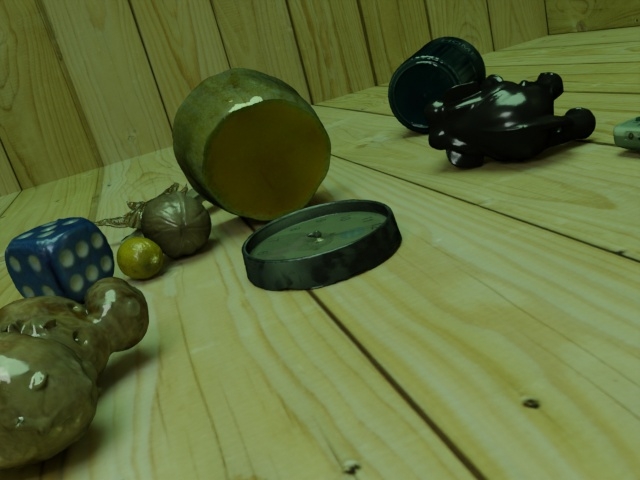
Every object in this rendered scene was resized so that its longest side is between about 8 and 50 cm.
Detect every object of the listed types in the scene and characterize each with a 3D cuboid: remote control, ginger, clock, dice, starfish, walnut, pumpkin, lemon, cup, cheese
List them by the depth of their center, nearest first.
[{"bbox_3d":[-0.346,0.145,0.742,0.245,0.155,0.304,-12,20,13],"label":"ginger"},{"bbox_3d":[0.000,0.000,1.048,0.281,0.055,0.280,-14,19,5],"label":"clock"},{"bbox_3d":[-0.491,0.044,1.149,0.146,0.146,0.143,-4,24,29],"label":"dice"},{"bbox_3d":[0.726,-0.235,1.154,0.335,0.065,0.128,-20,18,-15],"label":"remote control"},{"bbox_3d":[-0.346,0.034,1.167,0.082,0.082,0.111,-30,26,-37],"label":"lemon"},{"bbox_3d":[-0.294,-0.033,1.240,0.140,0.140,0.162,-20,31,-15],"label":"walnut"},{"bbox_3d":[-0.142,-0.194,1.300,0.332,0.332,0.199,-18,24,-10],"label":"pumpkin"},{"bbox_3d":[-0.415,-0.085,1.453,0.277,0.062,0.235,-22,21,19],"label":"starfish"},{"bbox_3d":[-0.325,-0.094,1.501,0.085,0.034,0.400,-2,33,41],"label":"cheese"},{"bbox_3d":[0.371,-0.447,1.832,0.242,0.308,0.292,-41,2,35],"label":"cup"}]

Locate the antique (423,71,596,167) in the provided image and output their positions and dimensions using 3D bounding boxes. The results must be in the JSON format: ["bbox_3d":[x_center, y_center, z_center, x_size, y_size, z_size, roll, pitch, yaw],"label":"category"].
[{"bbox_3d":[0.392,-0.270,1.321,0.255,0.185,0.322,-27,26,-34],"label":"antique"}]
